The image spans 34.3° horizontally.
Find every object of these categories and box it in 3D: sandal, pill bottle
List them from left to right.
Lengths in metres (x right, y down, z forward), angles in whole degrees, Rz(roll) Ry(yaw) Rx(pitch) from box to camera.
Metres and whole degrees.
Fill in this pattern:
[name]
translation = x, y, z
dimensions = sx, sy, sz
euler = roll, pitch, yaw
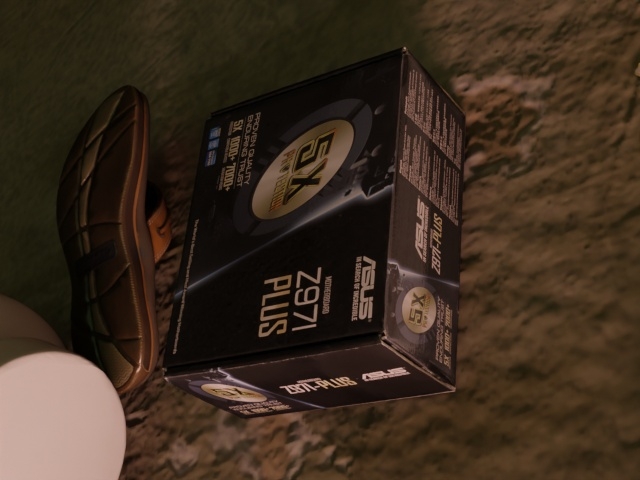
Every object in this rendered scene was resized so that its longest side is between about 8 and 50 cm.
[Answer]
[pill bottle]
translation = -0.268, 0.106, 0.684
dimensions = 0.301, 0.169, 0.169
euler = 9, 71, 41
[sandal]
translation = -0.133, -0.001, 0.724
dimensions = 0.090, 0.060, 0.219
euler = -25, 65, 33

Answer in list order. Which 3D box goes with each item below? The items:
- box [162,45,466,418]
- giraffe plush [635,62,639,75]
[box]
translation = 0.000, 0.000, 0.594
dimensions = 0.147, 0.077, 0.180
euler = -12, 57, 33
[giraffe plush]
translation = 0.184, -0.210, 0.506
dimensions = 0.181, 0.170, 0.210
euler = 16, 76, 43
